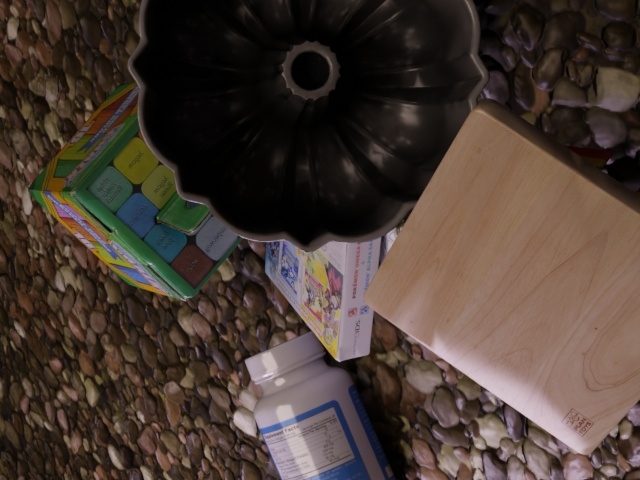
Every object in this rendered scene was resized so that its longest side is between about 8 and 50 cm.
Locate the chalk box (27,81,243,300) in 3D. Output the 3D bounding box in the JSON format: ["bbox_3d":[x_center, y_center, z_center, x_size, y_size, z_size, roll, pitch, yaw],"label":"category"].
[{"bbox_3d":[-0.175,-0.060,1.419,0.179,0.180,0.289,45,164,-19],"label":"chalk box"}]

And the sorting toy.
[{"bbox_3d":[0.205,0.023,1.146,0.255,0.089,0.257,35,133,7],"label":"sorting toy"}]

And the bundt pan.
[{"bbox_3d":[-0.014,-0.154,1.223,0.124,0.331,0.330,-176,67,-84],"label":"bundt pan"}]

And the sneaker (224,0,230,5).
[{"bbox_3d":[-0.098,-0.190,1.393,0.101,0.153,0.268,51,137,21],"label":"sneaker"}]

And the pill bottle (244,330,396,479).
[{"bbox_3d":[-0.003,0.221,1.490,0.124,0.124,0.221,-27,84,50],"label":"pill bottle"}]

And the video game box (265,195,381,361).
[{"bbox_3d":[0.000,0.000,1.404,0.205,0.048,0.187,-132,42,-52],"label":"video game box"}]

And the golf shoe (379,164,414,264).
[{"bbox_3d":[0.080,-0.013,1.342,0.086,0.069,0.176,19,119,50],"label":"golf shoe"}]
